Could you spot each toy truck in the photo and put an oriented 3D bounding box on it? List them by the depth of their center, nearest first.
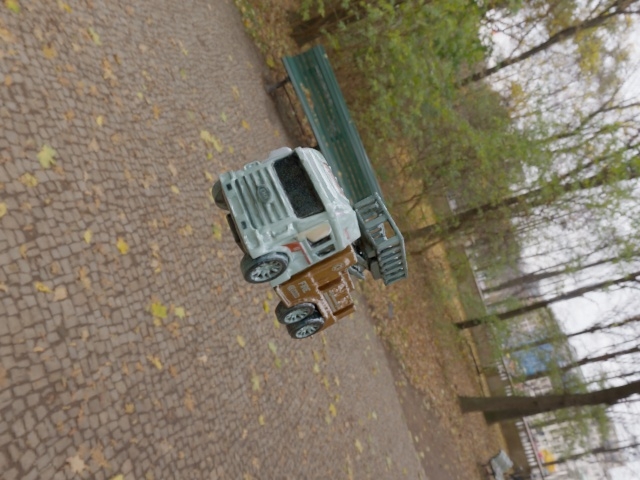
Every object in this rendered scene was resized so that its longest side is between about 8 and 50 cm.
[{"bbox_3d":[0.000,0.001,0.398,0.178,0.115,0.080,64,1,-61],"label":"toy truck"}]
